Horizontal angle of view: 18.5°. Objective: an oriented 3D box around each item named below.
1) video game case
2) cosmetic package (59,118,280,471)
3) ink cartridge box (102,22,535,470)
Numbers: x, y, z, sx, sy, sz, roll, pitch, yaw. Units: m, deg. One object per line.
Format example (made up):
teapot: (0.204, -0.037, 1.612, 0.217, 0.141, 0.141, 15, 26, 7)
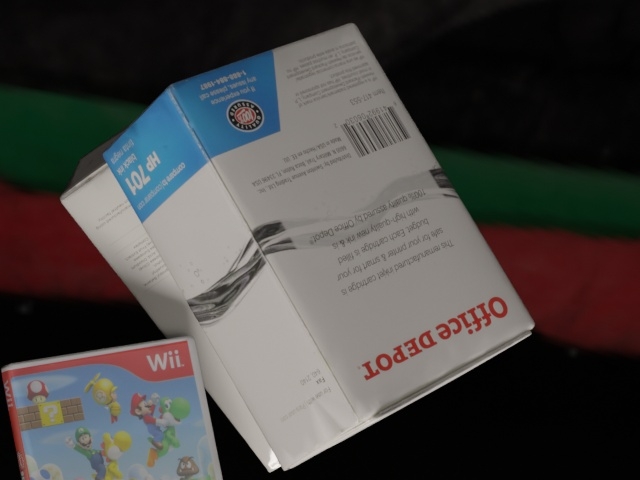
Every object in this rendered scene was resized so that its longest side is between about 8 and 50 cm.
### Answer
video game case: (-0.186, 0.245, 1.898, 0.204, 0.285, 0.025, -8, 172, -32)
cosmetic package: (-0.097, 0.037, 2.075, 0.365, 0.155, 0.197, 55, -172, -11)
ink cartridge box: (0.000, 0.000, 1.005, 0.139, 0.082, 0.190, -24, -98, -42)
